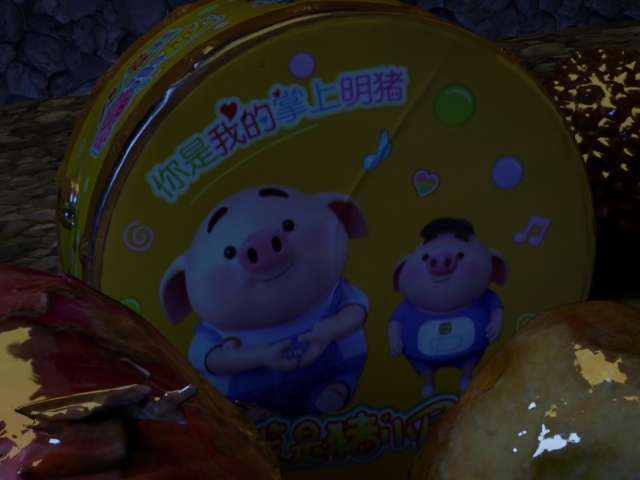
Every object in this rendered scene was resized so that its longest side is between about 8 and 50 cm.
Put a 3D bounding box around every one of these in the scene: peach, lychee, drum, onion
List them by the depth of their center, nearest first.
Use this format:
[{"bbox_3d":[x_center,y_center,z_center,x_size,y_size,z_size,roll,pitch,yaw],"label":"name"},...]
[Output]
[{"bbox_3d":[-0.156,0.175,0.964,0.354,0.353,0.353,-8,17,2],"label":"onion"},{"bbox_3d":[0.173,0.152,1.117,0.235,0.214,0.214,-12,16,11],"label":"peach"},{"bbox_3d":[0.000,0.000,1.336,0.431,0.431,0.214,-13,19,-14],"label":"drum"},{"bbox_3d":[0.320,-0.071,1.728,0.271,0.271,0.271,-8,17,2],"label":"lychee"}]
